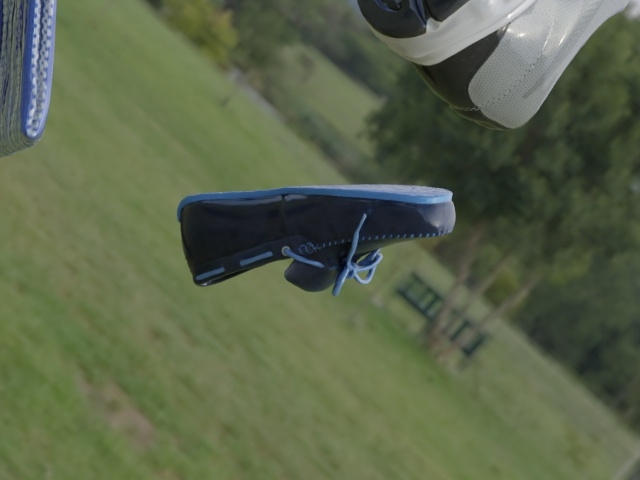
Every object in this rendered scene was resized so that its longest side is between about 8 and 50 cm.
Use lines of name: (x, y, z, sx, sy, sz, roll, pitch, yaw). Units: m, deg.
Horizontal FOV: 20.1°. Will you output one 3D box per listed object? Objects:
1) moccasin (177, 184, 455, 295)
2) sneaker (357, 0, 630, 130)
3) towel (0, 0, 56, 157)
moccasin: (0.000, 0.000, 1.929, 0.342, 0.116, 0.138, -2, 0, 41)
sneaker: (0.121, -0.168, 0.826, 0.100, 0.271, 0.108, 21, -23, 45)
towel: (-0.218, -0.183, 1.270, 0.040, 0.243, 0.336, 2, 0, -14)
